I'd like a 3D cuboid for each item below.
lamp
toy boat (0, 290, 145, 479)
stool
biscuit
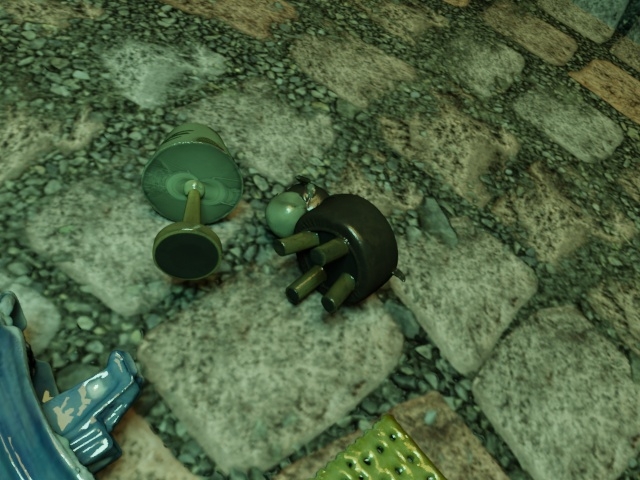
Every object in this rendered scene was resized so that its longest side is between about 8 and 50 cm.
[{"bbox_3d":[-0.151,-0.054,0.668,0.121,0.121,0.214,8,37,-14],"label":"lamp"},{"bbox_3d":[-0.200,0.164,0.460,0.143,0.129,0.309,-31,68,-22],"label":"toy boat"},{"bbox_3d":[0.000,0.000,0.687,0.121,0.125,0.217,-29,57,-35],"label":"stool"},{"bbox_3d":[0.036,0.278,0.535,0.231,0.016,0.139,-27,64,-36],"label":"biscuit"}]
